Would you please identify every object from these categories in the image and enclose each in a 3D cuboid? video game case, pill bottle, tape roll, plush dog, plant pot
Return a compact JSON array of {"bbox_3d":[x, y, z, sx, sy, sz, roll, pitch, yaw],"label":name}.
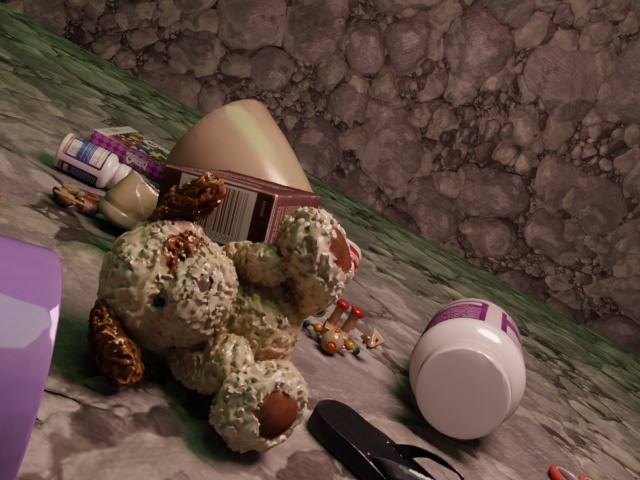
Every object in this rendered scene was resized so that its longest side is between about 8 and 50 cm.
[{"bbox_3d":[-0.386,-0.190,1.449,0.232,0.042,0.210,29,13,-2],"label":"video game case"},{"bbox_3d":[0.227,0.192,0.966,0.169,0.169,0.301,32,12,13],"label":"pill bottle"},{"bbox_3d":[-0.213,0.082,0.334,0.080,0.189,0.189,21,14,-31],"label":"tape roll"},{"bbox_3d":[-0.121,0.062,0.664,0.225,0.262,0.210,34,-25,-27],"label":"plush dog"},{"bbox_3d":[-0.402,-0.135,1.112,0.120,0.067,0.067,27,12,-12],"label":"pill bottle"},{"bbox_3d":[-0.123,-0.085,1.218,0.274,0.256,0.256,50,17,15],"label":"plant pot"}]

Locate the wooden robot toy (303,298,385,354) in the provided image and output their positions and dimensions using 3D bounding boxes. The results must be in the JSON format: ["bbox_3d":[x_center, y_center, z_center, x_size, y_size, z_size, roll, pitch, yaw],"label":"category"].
[{"bbox_3d":[0.018,0.136,0.965,0.173,0.076,0.079,29,22,-1],"label":"wooden robot toy"}]

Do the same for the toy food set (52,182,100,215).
[{"bbox_3d":[-0.379,-0.063,0.986,0.078,0.019,0.122,27,4,-10],"label":"toy food set"}]

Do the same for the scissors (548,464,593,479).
[{"bbox_3d":[0.395,0.398,0.849,0.109,0.021,0.297,30,10,-5],"label":"scissors"}]

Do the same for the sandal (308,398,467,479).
[{"bbox_3d":[0.096,0.251,0.679,0.254,0.054,0.097,33,12,21],"label":"sandal"}]

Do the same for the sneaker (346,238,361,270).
[{"bbox_3d":[0.000,0.000,1.452,0.221,0.087,0.128,27,10,-4],"label":"sneaker"}]

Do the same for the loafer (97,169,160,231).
[{"bbox_3d":[-0.226,-0.036,1.029,0.268,0.092,0.102,22,13,-46],"label":"loafer"}]

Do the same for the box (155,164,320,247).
[{"bbox_3d":[-0.121,-0.007,0.904,0.168,0.167,0.203,16,8,15],"label":"box"}]
